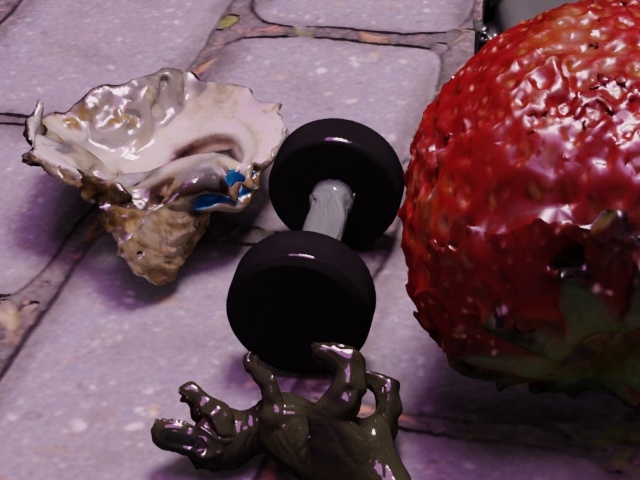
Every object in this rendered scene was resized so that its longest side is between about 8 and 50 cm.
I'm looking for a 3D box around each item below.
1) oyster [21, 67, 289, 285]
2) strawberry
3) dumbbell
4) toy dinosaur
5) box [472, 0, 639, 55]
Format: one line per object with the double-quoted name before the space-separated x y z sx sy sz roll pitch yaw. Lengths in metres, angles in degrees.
"oyster" -0.118 -0.063 1.413 0.223 0.083 0.214 -23 41 -34
"strawberry" 0.171 -0.037 1.185 0.238 0.250 0.288 -3 59 8
"dumbbell" 0.000 0.000 1.288 0.100 0.100 0.191 3 34 10
"toy dinosaur" -0.012 0.157 1.131 0.187 0.087 0.179 -2 68 30
"box" 0.240 -0.110 1.388 0.243 0.163 0.135 -2 43 1
